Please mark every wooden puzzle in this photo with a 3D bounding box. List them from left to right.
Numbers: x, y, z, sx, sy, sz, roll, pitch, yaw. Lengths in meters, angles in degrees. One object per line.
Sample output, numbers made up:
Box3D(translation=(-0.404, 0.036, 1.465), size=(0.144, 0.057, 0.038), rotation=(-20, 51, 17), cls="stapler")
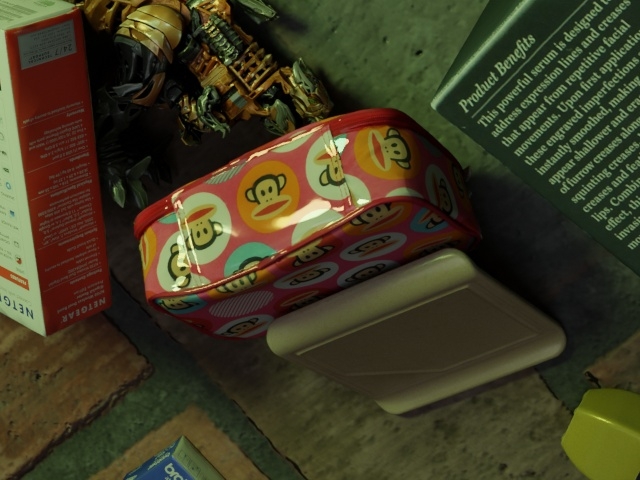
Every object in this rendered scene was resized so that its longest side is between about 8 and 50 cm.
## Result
Box3D(translation=(0.097, 0.089, 1.458), size=(0.221, 0.044, 0.238), rotation=(-24, 146, 24), cls="wooden puzzle")

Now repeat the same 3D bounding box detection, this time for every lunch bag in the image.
Box3D(translation=(0.000, 0.000, 1.401), size=(0.293, 0.258, 0.120), rotation=(-23, 66, 20), cls="lunch bag")

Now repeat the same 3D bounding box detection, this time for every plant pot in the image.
Box3D(translation=(0.291, 0.194, 1.494), size=(0.083, 0.081, 0.081), rotation=(27, 120, 14), cls="plant pot")

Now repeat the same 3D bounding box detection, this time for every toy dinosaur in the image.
Box3D(translation=(-0.155, -0.161, 1.424), size=(0.322, 0.164, 0.218), rotation=(32, 106, 19), cls="toy dinosaur")

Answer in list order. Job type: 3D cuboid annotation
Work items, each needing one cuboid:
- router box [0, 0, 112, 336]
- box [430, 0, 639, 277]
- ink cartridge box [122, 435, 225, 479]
Box3D(translation=(-0.346, -0.106, 1.418), size=(0.335, 0.082, 0.301), rotation=(24, 127, 39), cls="router box")
Box3D(translation=(0.331, -0.116, 1.187), size=(0.395, 0.293, 0.212), rotation=(39, 129, -5), cls="box")
Box3D(translation=(-0.126, 0.326, 1.686), size=(0.097, 0.046, 0.207), rotation=(-36, 102, 26), cls="ink cartridge box")
